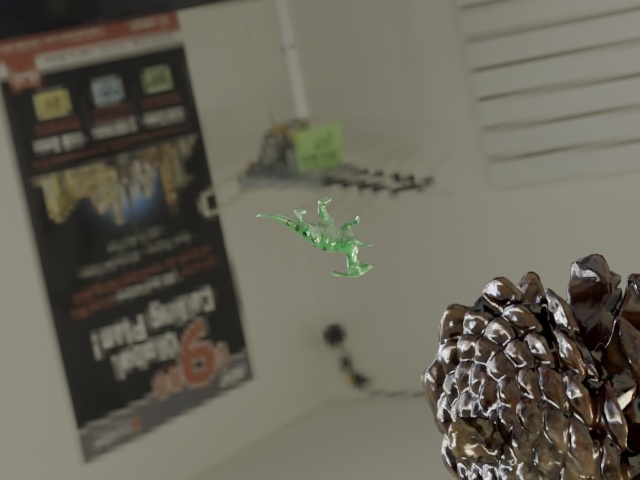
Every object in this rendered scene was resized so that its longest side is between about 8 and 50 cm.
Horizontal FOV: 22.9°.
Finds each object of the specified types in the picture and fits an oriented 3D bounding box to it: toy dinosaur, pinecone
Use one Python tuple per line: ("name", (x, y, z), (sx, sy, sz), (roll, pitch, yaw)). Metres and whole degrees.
("toy dinosaur", (0.000, 0.000, 1.136), (0.083, 0.062, 0.021), (-4, -150, 28))
("pinecone", (0.243, 0.146, 1.279), (0.296, 0.242, 0.298), (23, 176, -25))
